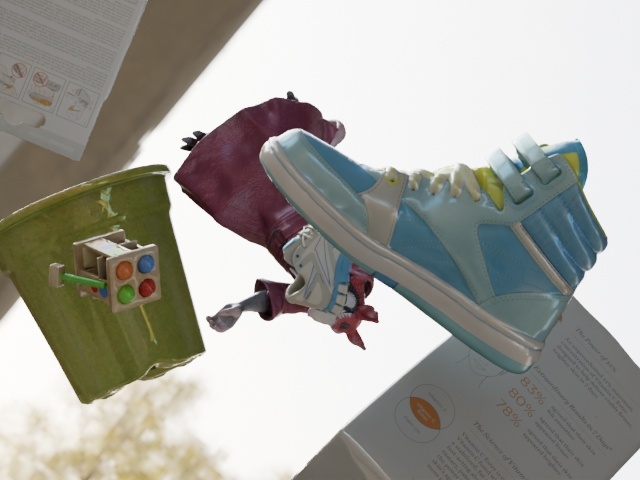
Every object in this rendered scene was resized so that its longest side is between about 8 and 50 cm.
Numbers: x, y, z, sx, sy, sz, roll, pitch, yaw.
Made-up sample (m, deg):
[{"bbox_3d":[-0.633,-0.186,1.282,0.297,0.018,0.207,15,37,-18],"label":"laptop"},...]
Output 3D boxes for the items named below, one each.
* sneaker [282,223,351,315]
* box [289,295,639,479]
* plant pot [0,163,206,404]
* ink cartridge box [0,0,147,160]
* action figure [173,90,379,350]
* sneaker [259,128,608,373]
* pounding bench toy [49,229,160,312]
[{"bbox_3d":[0.000,0.000,1.868,0.083,0.191,0.071,6,22,-11],"label":"sneaker"},{"bbox_3d":[0.162,0.214,1.627,0.215,0.345,0.168,48,-39,8],"label":"box"},{"bbox_3d":[-0.279,0.069,2.112,0.254,0.276,0.276,68,-23,4],"label":"plant pot"},{"bbox_3d":[-0.328,-0.235,1.890,0.189,0.232,0.066,22,0,-13],"label":"ink cartridge box"},{"bbox_3d":[-0.030,-0.001,2.088,0.370,0.248,0.275,57,15,23],"label":"action figure"},{"bbox_3d":[0.119,-0.048,1.449,0.319,0.208,0.127,36,10,-10],"label":"sneaker"},{"bbox_3d":[-0.191,0.032,1.421,0.065,0.083,0.052,22,-60,46],"label":"pounding bench toy"}]
